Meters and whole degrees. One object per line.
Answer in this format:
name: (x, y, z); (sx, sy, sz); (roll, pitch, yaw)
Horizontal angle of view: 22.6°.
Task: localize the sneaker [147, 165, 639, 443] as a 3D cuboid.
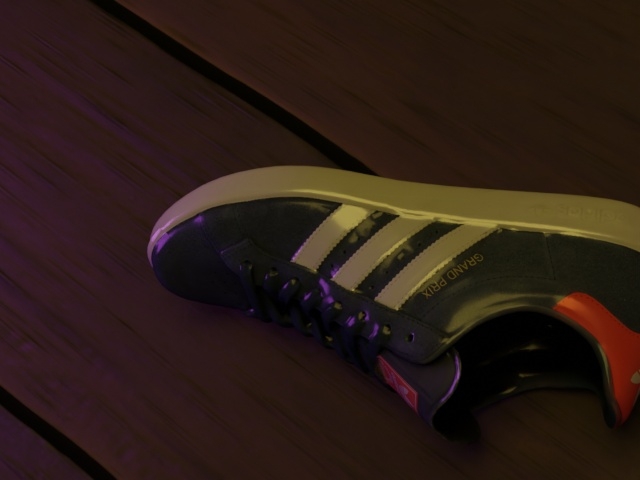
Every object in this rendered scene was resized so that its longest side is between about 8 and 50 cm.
sneaker: (0.043, 0.048, 1.015); (0.350, 0.131, 0.148); (2, 59, 20)
